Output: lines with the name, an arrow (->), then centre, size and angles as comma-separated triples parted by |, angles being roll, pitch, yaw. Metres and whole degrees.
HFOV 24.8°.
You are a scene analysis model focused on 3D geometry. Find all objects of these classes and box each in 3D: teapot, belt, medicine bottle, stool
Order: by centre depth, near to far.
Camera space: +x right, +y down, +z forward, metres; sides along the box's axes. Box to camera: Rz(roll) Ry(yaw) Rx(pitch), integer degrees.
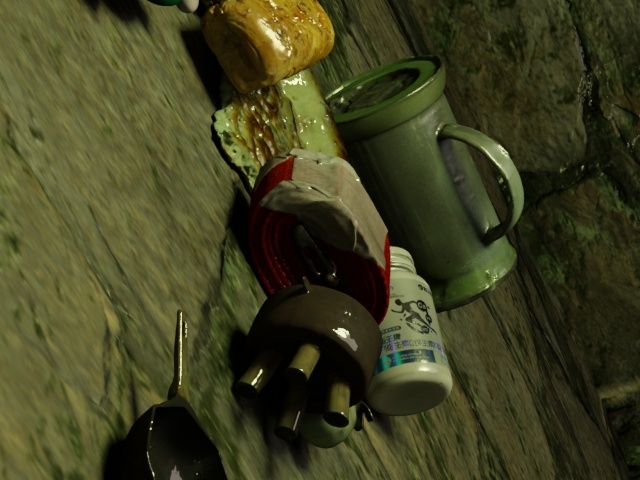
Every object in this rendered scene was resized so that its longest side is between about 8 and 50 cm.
stool -> -0.007, 0.133, 1.386 | 0.217, 0.125, 0.121 | 80, 21, -44
belt -> 0.000, 0.000, 1.550 | 0.201, 0.128, 0.124 | 60, 16, -24
medicine bottle -> 0.090, 0.107, 1.760 | 0.107, 0.107, 0.192 | 48, 26, -53
teapot -> 0.156, -0.064, 1.960 | 0.200, 0.270, 0.337 | -44, 117, -41

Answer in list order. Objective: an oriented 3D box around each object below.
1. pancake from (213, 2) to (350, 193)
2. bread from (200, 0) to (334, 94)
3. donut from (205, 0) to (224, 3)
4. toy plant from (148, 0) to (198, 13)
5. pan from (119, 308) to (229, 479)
pancake -> -0.047, -0.162, 1.733 | 0.305, 0.066, 0.427 | 48, 27, -48
bread -> -0.054, -0.236, 1.644 | 0.114, 0.083, 0.211 | 56, 24, -6
donut -> -0.137, -0.338, 1.622 | 0.166, 0.065, 0.117 | 56, 30, -14
toy plant -> -0.187, -0.338, 1.393 | 0.232, 0.112, 0.243 | 24, 53, -67
pan -> -0.108, 0.165, 1.099 | 0.202, 0.048, 0.128 | -86, 153, -55
